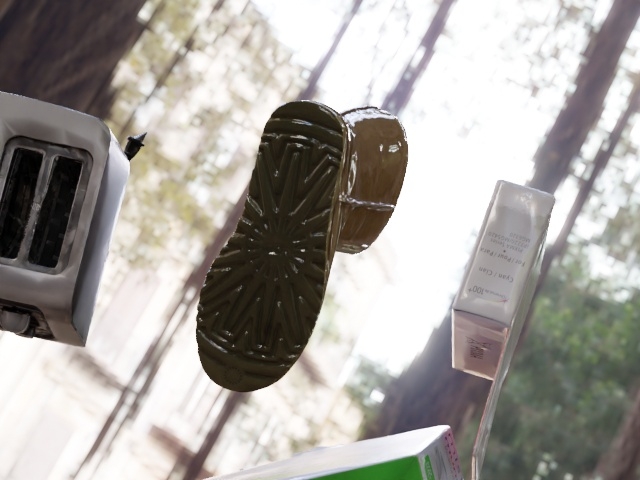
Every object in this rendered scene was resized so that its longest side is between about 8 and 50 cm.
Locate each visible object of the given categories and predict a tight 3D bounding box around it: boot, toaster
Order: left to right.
[{"bbox_3d":[-0.235,-0.024,1.156,0.168,0.186,0.110,13,-12,1],"label":"toaster"},{"bbox_3d":[0.000,0.000,1.265,0.089,0.236,0.269,22,5,11],"label":"boot"}]

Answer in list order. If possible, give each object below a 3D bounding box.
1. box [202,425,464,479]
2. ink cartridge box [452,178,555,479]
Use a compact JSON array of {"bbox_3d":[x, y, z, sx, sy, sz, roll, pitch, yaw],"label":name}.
[{"bbox_3d":[-0.009,0.256,1.377,0.262,0.127,0.231,-15,-4,10],"label":"box"},{"bbox_3d":[0.165,0.106,1.573,0.066,0.261,0.296,17,-14,10],"label":"ink cartridge box"}]
